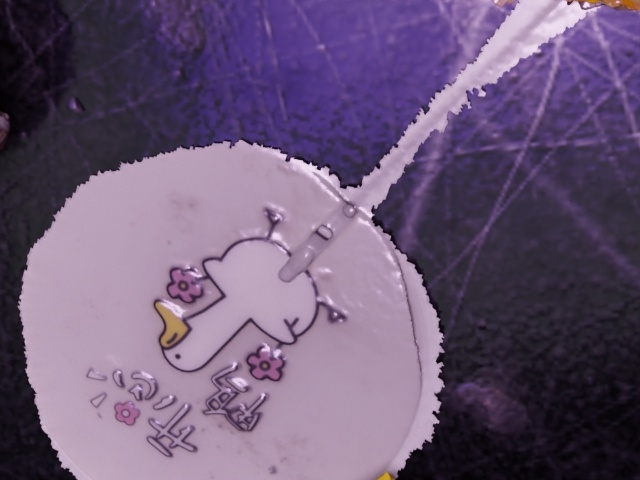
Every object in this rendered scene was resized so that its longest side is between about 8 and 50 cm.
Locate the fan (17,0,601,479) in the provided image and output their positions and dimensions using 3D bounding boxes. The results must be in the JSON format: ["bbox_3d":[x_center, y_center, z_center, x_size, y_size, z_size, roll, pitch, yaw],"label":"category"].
[{"bbox_3d":[0.000,0.000,0.977,0.233,0.012,0.414,39,111,-6],"label":"fan"}]

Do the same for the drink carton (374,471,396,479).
[{"bbox_3d":[-0.028,0.203,1.020,0.200,0.074,0.084,-30,131,18],"label":"drink carton"}]

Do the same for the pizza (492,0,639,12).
[{"bbox_3d":[0.123,-0.155,0.871,0.246,0.058,0.127,22,109,3],"label":"pizza"}]

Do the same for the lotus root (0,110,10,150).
[{"bbox_3d":[-0.277,-0.096,0.925,0.260,0.128,0.145,30,111,-8],"label":"lotus root"}]
